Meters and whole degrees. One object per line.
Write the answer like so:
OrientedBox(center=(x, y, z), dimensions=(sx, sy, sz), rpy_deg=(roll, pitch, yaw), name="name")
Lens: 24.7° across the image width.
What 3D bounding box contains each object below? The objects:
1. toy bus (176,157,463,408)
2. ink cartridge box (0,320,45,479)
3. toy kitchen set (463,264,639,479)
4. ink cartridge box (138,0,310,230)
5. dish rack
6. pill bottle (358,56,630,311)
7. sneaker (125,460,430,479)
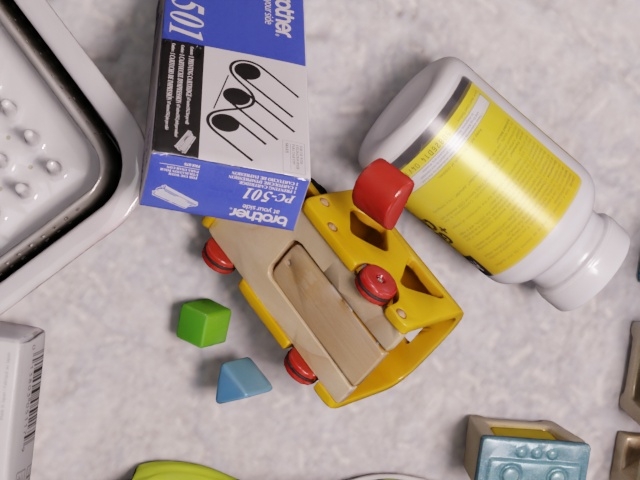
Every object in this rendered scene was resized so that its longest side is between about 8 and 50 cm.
OrientedBox(center=(0.004, 0.012, 1.001), dimensions=(0.104, 0.191, 0.202), rpy_deg=(-11, 103, -52), name="toy bus")
OrientedBox(center=(-0.315, 0.138, 1.002), dimensions=(0.232, 0.066, 0.189), rpy_deg=(9, 96, 10), name="ink cartridge box")
OrientedBox(center=(0.202, 0.085, 1.037), dimensions=(0.166, 0.122, 0.207), rpy_deg=(6, 96, -11), name="toy kitchen set")
OrientedBox(center=(-0.060, -0.097, 0.933), dimensions=(0.097, 0.207, 0.046), rpy_deg=(10, 131, -11), name="ink cartridge box")
OrientedBox(center=(-0.304, -0.048, 0.935), dimensions=(0.333, 0.072, 0.285), rpy_deg=(-37, 87, -4), name="dish rack")
OrientedBox(center=(0.124, -0.035, 1.018), dimensions=(0.184, 0.103, 0.103), rpy_deg=(40, 89, -12), name="pill bottle")
OrientedBox(center=(-0.006, 0.225, 1.018), dimensions=(0.300, 0.121, 0.111), rpy_deg=(3, 97, -10), name="sneaker")
